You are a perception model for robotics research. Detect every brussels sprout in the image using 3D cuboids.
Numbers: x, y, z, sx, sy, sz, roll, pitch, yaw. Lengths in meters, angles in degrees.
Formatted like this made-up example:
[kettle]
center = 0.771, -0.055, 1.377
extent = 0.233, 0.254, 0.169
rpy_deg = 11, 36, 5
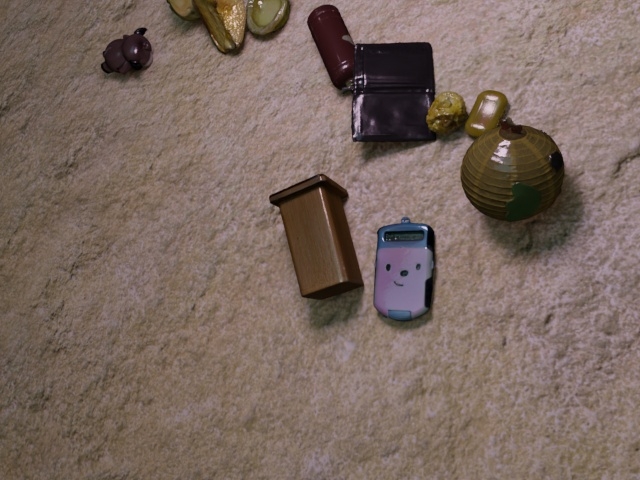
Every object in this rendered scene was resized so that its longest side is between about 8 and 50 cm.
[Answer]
[brussels sprout]
center = -0.496, -0.920, 2.151
extent = 0.161, 0.223, 0.223
rpy_deg = -23, 66, 0

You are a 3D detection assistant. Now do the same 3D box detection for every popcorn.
[popcorn]
center = 0.354, -0.352, 1.615
extent = 0.106, 0.116, 0.121
rpy_deg = 28, 103, -10

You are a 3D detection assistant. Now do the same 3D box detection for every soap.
[soap]
center = 0.456, -0.347, 1.598
extent = 0.089, 0.045, 0.140
rpy_deg = 25, 88, 26

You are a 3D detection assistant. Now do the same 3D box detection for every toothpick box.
[toothpick box]
center = 0.000, 0.000, 1.671
extent = 0.187, 0.190, 0.308
rpy_deg = -20, 72, 20

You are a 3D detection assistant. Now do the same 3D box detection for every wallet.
[wallet]
center = 0.212, -0.441, 1.711
extent = 0.247, 0.041, 0.323
rpy_deg = -1, 75, 4

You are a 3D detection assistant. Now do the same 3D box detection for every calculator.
[calculator]
center = 0.231, 0.076, 1.602
extent = 0.173, 0.051, 0.293
rpy_deg = -2, 76, 28

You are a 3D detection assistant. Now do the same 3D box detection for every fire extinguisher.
[fire extinguisher]
center = 0.070, -0.582, 1.824
extent = 0.135, 0.114, 0.337
rpy_deg = -16, 67, -7

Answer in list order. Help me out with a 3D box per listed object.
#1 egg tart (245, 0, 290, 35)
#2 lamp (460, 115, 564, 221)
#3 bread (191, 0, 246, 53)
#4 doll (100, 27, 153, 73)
[egg tart]
center = -0.180, -0.801, 2.027
extent = 0.197, 0.078, 0.197
rpy_deg = -8, 74, 29
[lamp]
center = 0.465, -0.187, 1.419
extent = 0.250, 0.284, 0.250
rpy_deg = -10, 41, 9
[bread]
center = -0.339, -0.809, 2.051
extent = 0.133, 0.252, 0.174
rpy_deg = -38, 24, -20
[doll]
center = -0.759, -0.732, 2.285
extent = 0.257, 0.117, 0.182
rpy_deg = -7, 76, 26
